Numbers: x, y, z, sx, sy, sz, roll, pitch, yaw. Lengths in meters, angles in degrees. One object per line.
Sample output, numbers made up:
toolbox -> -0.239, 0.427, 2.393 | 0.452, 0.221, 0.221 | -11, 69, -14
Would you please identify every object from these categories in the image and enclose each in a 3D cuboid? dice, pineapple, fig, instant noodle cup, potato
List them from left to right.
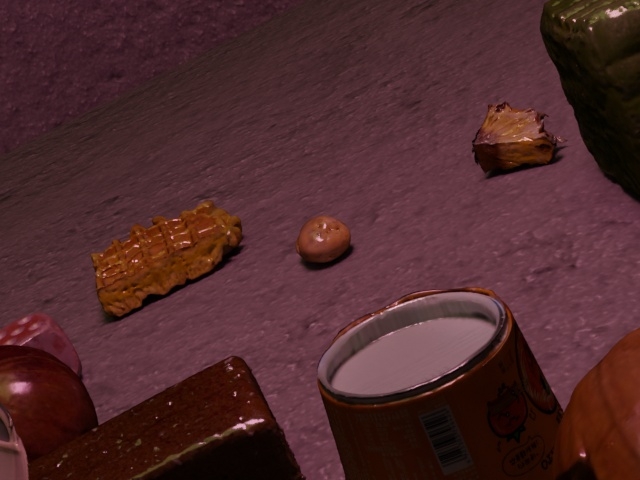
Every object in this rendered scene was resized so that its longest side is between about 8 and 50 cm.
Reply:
fig -> -0.314, 0.212, 1.390 | 0.205, 0.205, 0.205 | -21, 21, 9
dice -> -0.367, 0.153, 1.683 | 0.091, 0.093, 0.094 | -34, 22, -22
potato -> 0.000, 0.000, 1.708 | 0.068, 0.062, 0.083 | -18, -5, -27
instant noodle cup -> 0.102, 0.151, 1.076 | 0.215, 0.172, 0.216 | -20, 22, 8
pineapple -> 0.250, -0.132, 1.724 | 0.116, 0.069, 0.137 | -30, 23, -15

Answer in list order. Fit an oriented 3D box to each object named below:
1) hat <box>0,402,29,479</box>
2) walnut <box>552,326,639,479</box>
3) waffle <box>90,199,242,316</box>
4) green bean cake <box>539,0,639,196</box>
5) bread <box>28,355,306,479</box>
hat -> -0.359, 0.234, 1.222 | 0.226, 0.164, 0.219 | 35, 65, 21
walnut -> 0.255, 0.181, 0.807 | 0.209, 0.209, 0.336 | -24, 24, 2
waffle -> -0.226, 0.012, 1.913 | 0.229, 0.057, 0.219 | -26, 21, -6
green bean cake -> 0.346, -0.176, 1.474 | 0.125, 0.248, 0.222 | -25, 18, 1
bread -> -0.225, 0.265, 1.246 | 0.416, 0.113, 0.165 | -27, 20, -3
